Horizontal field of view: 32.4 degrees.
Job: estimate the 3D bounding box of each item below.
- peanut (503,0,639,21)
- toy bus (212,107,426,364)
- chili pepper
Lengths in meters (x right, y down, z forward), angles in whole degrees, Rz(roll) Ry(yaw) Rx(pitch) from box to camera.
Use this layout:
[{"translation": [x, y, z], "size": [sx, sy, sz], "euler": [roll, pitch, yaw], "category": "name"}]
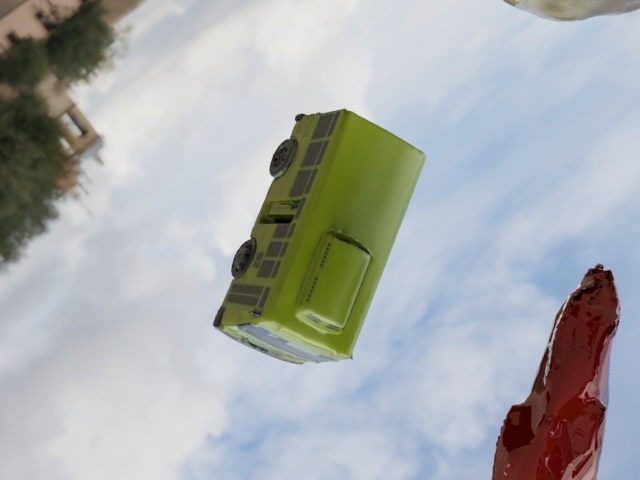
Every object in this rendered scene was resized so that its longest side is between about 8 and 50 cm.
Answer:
[{"translation": [0.171, -0.206, 0.567], "size": [0.224, 0.129, 0.129], "euler": [-44, -162, 12], "category": "peanut"}, {"translation": [0.000, 0.000, 1.184], "size": [0.150, 0.128, 0.262], "euler": [0, -114, 61], "category": "toy bus"}, {"translation": [0.220, 0.210, 1.058], "size": [0.110, 0.110, 0.387], "euler": [-152, -107, -68], "category": "chili pepper"}]
